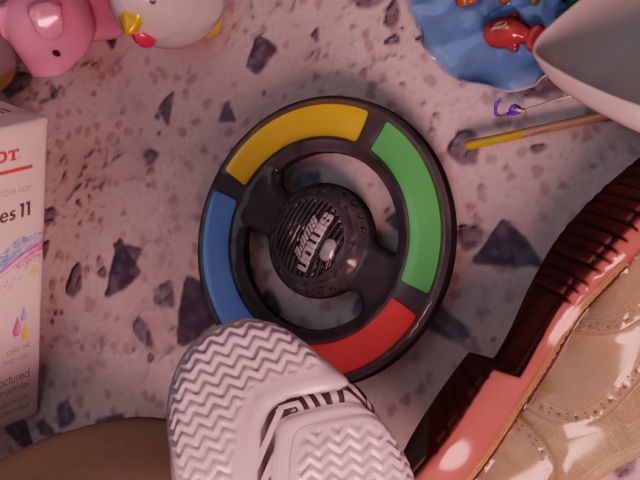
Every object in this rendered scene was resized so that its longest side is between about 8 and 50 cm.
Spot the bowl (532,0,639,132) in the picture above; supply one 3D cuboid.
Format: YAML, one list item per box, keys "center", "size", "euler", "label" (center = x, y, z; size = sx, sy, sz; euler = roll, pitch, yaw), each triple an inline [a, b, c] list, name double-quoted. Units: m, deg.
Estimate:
- center: [0.230, -0.125, 0.839]
  size: [0.142, 0.053, 0.142]
  euler: [-39, 42, -12]
  label: "bowl"

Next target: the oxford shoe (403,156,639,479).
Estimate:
- center: [0.200, 0.062, 0.851]
  size: [0.130, 0.123, 0.348]
  euler: [38, 98, -4]
  label: "oxford shoe"

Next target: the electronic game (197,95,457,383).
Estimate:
- center: [0.000, 0.000, 0.994]
  size: [0.229, 0.048, 0.229]
  euler: [-5, 80, 30]
  label: "electronic game"

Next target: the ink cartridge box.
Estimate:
- center: [-0.338, -0.002, 1.042]
  size: [0.119, 0.207, 0.353]
  euler: [20, 114, 33]
  label: "ink cartridge box"

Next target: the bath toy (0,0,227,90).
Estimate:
- center: [-0.248, -0.206, 1.124]
  size: [0.348, 0.129, 0.151]
  euler: [0, 83, 30]
  label: "bath toy"

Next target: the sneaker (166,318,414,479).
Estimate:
- center: [0.002, 0.220, 0.832]
  size: [0.137, 0.210, 0.365]
  euler: [-29, 93, -13]
  label: "sneaker"

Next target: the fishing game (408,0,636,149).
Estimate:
- center: [0.145, -0.203, 0.943]
  size: [0.189, 0.041, 0.264]
  euler: [-6, 80, 27]
  label: "fishing game"

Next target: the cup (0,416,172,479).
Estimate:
- center: [-0.210, 0.300, 0.967]
  size: [0.331, 0.237, 0.331]
  euler: [-5, 81, 31]
  label: "cup"
